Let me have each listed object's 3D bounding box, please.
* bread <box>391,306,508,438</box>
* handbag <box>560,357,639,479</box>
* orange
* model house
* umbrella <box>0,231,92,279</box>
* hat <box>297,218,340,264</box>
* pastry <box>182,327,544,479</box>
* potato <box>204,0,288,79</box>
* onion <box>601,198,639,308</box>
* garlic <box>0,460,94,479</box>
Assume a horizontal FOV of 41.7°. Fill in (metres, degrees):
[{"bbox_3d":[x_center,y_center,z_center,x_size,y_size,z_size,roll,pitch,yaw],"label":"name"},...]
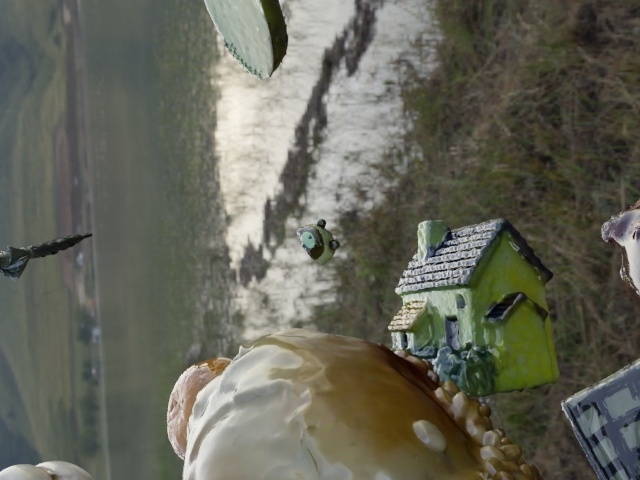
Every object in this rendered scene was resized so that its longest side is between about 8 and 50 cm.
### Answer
[{"bbox_3d":[0.157,0.242,1.138,0.102,0.183,0.338,178,74,-80],"label":"bread"},{"bbox_3d":[0.650,0.369,1.525,0.325,0.162,0.327,-38,48,27],"label":"handbag"},{"bbox_3d":[-0.206,0.344,1.677,0.219,0.193,0.219,-46,24,28],"label":"orange"},{"bbox_3d":[0.158,0.073,0.974,0.194,0.170,0.212,160,106,-68],"label":"model house"},{"bbox_3d":[-0.366,0.019,1.091,0.269,0.044,0.044,-26,-60,-67],"label":"umbrella"},{"bbox_3d":[0.000,0.000,1.583,0.076,0.059,0.077,45,-168,-40],"label":"hat"},{"bbox_3d":[0.060,0.250,0.658,0.410,0.245,0.409,58,170,17],"label":"pastry"},{"bbox_3d":[-0.084,-0.271,0.894,0.198,0.054,0.119,61,156,-12],"label":"potato"},{"bbox_3d":[0.564,-0.007,1.373,0.272,0.195,0.272,17,-90,-82],"label":"onion"},{"bbox_3d":[-0.460,0.449,1.382,0.203,0.281,0.185,-15,53,37],"label":"garlic"}]
